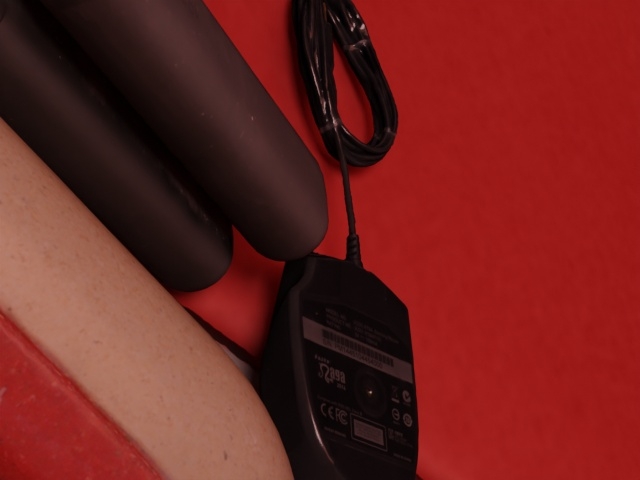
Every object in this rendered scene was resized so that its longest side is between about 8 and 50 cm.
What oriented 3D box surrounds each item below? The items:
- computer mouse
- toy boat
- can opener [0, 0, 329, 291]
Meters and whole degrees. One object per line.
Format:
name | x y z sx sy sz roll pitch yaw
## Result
computer mouse | 0.000 0.000 0.557 0.071 0.041 0.242 29 48 -39
toy boat | -0.116 0.049 0.382 0.151 0.151 0.231 -45 104 -11
can opener | -0.081 -0.091 0.423 0.283 0.076 0.095 52 25 -51
